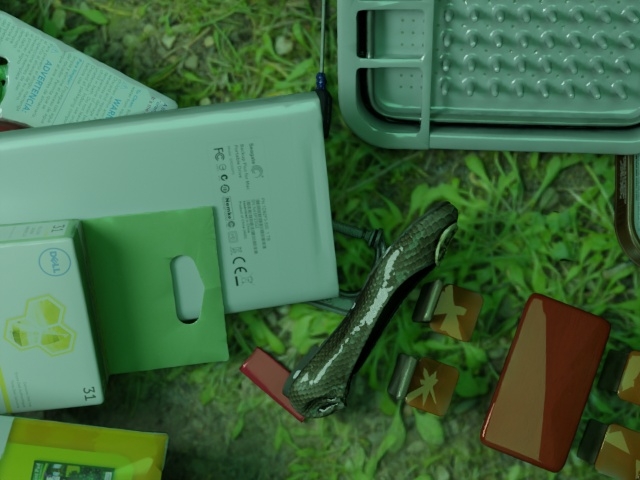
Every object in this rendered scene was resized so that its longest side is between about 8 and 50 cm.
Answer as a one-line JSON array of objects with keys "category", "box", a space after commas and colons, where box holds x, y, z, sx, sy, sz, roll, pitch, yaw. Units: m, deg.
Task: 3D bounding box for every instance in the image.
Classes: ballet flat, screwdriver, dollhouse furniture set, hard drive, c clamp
[{"category": "ballet flat", "box": [0.058, 0.071, 0.807, 0.058, 0.084, 0.250, 40, 93, 24]}, {"category": "screwdriver", "box": [-0.001, -0.188, 0.883, 0.025, 0.024, 0.170, 2, 81, -28]}, {"category": "dollhouse furniture set", "box": [0.190, 0.181, 0.779, 0.262, 0.135, 0.259, 20, 84, 3]}, {"category": "hard drive", "box": [-0.144, -0.018, 0.783, 0.308, 0.040, 0.203, -8, 115, -4]}, {"category": "c clamp", "box": [0.000, 0.000, 0.860, 0.161, 0.022, 0.137, 23, 85, 3]}]

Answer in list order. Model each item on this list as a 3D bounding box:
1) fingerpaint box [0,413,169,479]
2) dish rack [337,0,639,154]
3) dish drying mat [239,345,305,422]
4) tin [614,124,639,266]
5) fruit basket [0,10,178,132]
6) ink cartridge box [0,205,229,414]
[{"category": "fingerpaint box", "box": [-0.343, 0.363, 0.675, 0.371, 0.163, 0.444, 9, 71, -13]}, {"category": "dish rack", "box": [0.185, -0.227, 0.799, 0.333, 0.072, 0.285, 3, 116, 9]}, {"category": "dish drying mat", "box": [-0.041, 0.145, 0.851, 0.083, 0.008, 0.032, 39, 85, 4]}, {"category": "tin", "box": [0.358, -0.060, 0.856, 0.106, 0.040, 0.189, 2, 83, -3]}, {"category": "fruit basket", "box": [-0.370, -0.075, 0.828, 0.353, 0.165, 0.327, 26, 92, -17]}, {"category": "ink cartridge box", "box": [-0.207, 0.064, 0.760, 0.235, 0.056, 0.171, -5, 114, -4]}]
